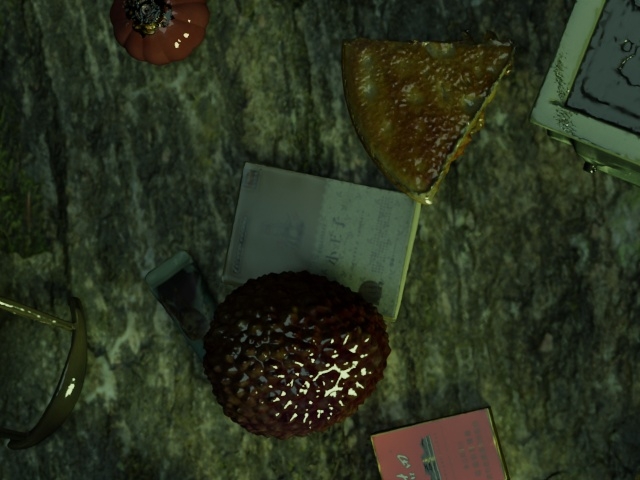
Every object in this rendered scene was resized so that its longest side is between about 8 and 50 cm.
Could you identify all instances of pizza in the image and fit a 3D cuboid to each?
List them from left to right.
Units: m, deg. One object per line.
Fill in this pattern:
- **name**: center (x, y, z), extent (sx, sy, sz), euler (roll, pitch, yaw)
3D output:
- **pizza**: center (0.126, -0.145, 1.938), extent (0.193, 0.053, 0.201), euler (-21, 75, 14)

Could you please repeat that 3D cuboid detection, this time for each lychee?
- **lychee**: center (-0.019, 0.118, 1.911), extent (0.188, 0.188, 0.188), euler (0, 91, 13)

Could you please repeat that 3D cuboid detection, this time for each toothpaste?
- **toothpaste**: center (-0.116, 0.113, 2.011), extent (0.062, 0.037, 0.216), euler (-34, 79, 13)

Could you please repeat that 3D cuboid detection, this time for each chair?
- **chair**: center (-0.407, 0.108, 2.023), extent (0.272, 0.166, 0.188), euler (21, 96, -31)

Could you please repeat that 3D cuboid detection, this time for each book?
- **book**: center (0.000, 0.000, 1.991), extent (0.199, 0.016, 0.138), euler (12, 93, 13)

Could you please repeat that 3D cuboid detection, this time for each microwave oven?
- **microwave oven**: center (0.402, -0.125, 1.759), extent (0.355, 0.286, 0.218), euler (22, 97, 11)

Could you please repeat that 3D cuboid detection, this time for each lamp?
- **lamp**: center (-0.172, -0.241, 1.987), extent (0.107, 0.092, 0.107), euler (0, 91, 12)

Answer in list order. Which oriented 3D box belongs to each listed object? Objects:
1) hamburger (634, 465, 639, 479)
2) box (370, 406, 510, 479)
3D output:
- **hamburger**: center (0.446, 0.282, 1.813), extent (0.294, 0.179, 0.276), euler (23, 93, 15)
- **box**: center (0.127, 0.233, 1.963), extent (0.133, 0.023, 0.090), euler (-14, 86, 12)
